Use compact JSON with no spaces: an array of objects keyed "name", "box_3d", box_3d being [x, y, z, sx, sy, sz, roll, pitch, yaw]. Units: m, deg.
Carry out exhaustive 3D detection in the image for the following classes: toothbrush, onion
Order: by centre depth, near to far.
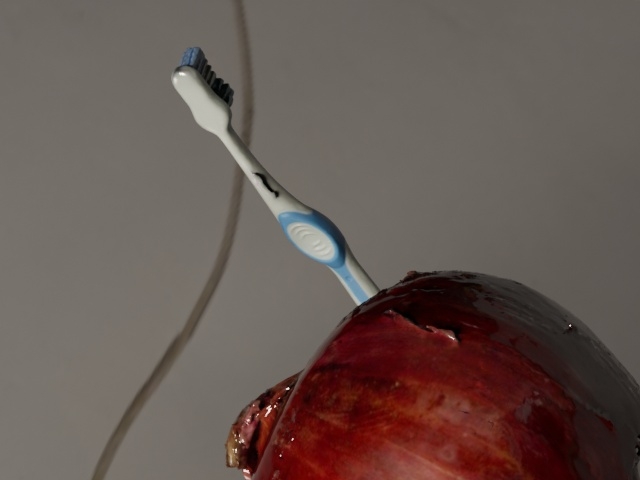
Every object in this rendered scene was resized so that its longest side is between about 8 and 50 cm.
[{"name":"onion","box_3d":[0.070,0.150,1.164,0.276,0.276,0.276,7,63,-13]},{"name":"toothbrush","box_3d":[-0.001,0.003,1.492,0.386,0.040,0.040,53,55,-31]}]
